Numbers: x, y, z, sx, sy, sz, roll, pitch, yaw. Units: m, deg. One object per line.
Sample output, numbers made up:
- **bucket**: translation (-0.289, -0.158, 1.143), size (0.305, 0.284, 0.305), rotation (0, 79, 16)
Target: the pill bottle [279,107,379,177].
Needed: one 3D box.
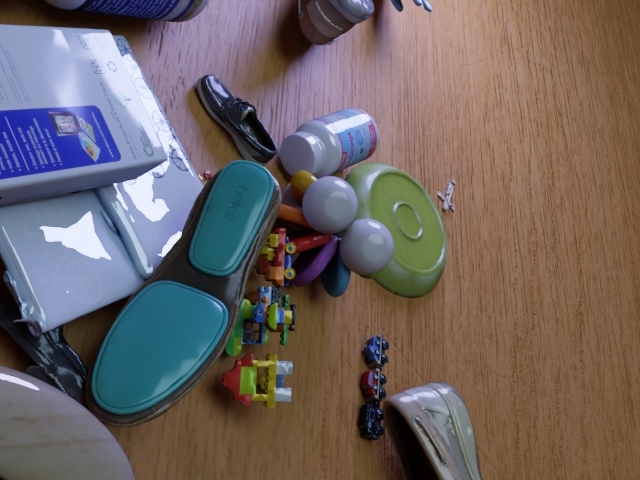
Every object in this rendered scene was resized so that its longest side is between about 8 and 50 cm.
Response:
- **pill bottle**: translation (0.013, -0.145, 1.188), size (0.160, 0.087, 0.087), rotation (-29, 90, -48)

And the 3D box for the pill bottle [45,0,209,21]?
- **pill bottle**: translation (-0.270, -0.358, 0.974), size (0.265, 0.153, 0.153), rotation (-11, 76, -47)

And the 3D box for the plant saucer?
- **plant saucer**: translation (0.132, -0.026, 1.281), size (0.241, 0.037, 0.241), rotation (22, 55, -35)

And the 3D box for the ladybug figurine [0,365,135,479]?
- **ladybug figurine**: translation (-0.338, 0.214, 0.544), size (0.449, 0.162, 0.305), rotation (11, 93, -43)

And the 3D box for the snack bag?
- **snack bag**: translation (-0.260, -0.088, 0.872), size (0.323, 0.037, 0.342), rotation (64, 29, 1)

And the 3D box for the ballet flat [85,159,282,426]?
- **ballet flat**: translation (-0.140, 0.064, 0.863), size (0.116, 0.124, 0.342), rotation (21, 58, 2)

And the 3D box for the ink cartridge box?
- **ink cartridge box**: translation (-0.299, -0.119, 0.742), size (0.333, 0.065, 0.165), rotation (-21, 86, -60)

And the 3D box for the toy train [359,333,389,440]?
- **toy train**: translation (0.073, 0.202, 1.106), size (0.036, 0.027, 0.158), rotation (23, 54, -22)

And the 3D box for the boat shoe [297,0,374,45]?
- **boat shoe**: translation (0.016, -0.410, 1.316), size (0.123, 0.116, 0.324), rotation (44, 23, -14)

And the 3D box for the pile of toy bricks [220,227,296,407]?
- **pile of toy bricks**: translation (-0.092, 0.094, 0.960), size (0.105, 0.118, 0.212), rotation (4, 80, -13)

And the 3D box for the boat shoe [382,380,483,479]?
- **boat shoe**: translation (0.166, 0.366, 1.049), size (0.110, 0.121, 0.341), rotation (-8, 73, -33)

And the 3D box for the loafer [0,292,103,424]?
- **loafer**: translation (-0.272, 0.127, 0.785), size (0.061, 0.062, 0.170), rotation (-27, 84, -27)

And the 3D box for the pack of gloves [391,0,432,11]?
- **pack of gloves**: translation (0.097, -0.487, 1.453), size (0.195, 0.046, 0.232), rotation (22, 23, -34)

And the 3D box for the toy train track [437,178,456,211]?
- **toy train track**: translation (0.238, -0.085, 1.436), size (0.048, 0.014, 0.083), rotation (43, 44, -20)

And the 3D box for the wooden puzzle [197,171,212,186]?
- **wooden puzzle**: translation (-0.142, -0.052, 1.044), size (0.083, 0.006, 0.049), rotation (57, 41, -5)

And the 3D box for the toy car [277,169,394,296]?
- **toy car**: translation (0.000, 0.000, 1.073), size (0.136, 0.159, 0.182), rotation (-45, 105, -12)

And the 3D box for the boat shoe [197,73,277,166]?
- **boat shoe**: translation (-0.113, -0.175, 1.107), size (0.152, 0.049, 0.056), rotation (52, 42, -10)
